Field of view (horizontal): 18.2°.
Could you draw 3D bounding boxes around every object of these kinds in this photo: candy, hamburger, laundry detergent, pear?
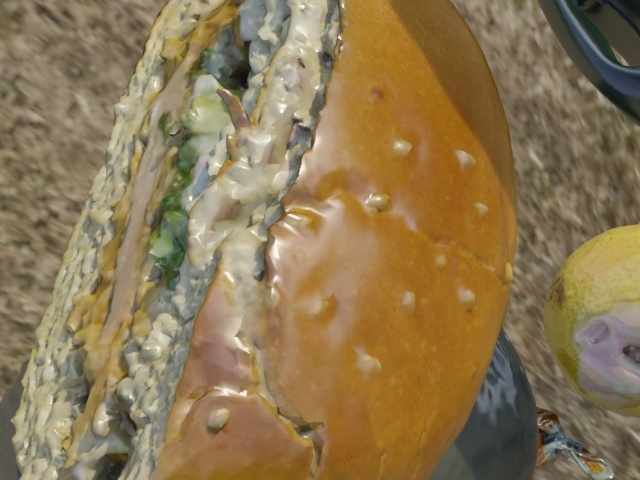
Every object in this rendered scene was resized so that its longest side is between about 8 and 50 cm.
[{"bbox_3d":[0.168,0.160,1.686,0.182,0.053,0.046,21,118,41],"label":"candy"},{"bbox_3d":[0.000,0.000,0.761,0.156,0.144,0.283,29,58,-21],"label":"hamburger"},{"bbox_3d":[0.203,-0.114,1.132,0.144,0.078,0.222,-3,52,-19],"label":"laundry detergent"},{"bbox_3d":[0.278,0.063,1.660,0.178,0.178,0.178,-2,79,13],"label":"pear"}]

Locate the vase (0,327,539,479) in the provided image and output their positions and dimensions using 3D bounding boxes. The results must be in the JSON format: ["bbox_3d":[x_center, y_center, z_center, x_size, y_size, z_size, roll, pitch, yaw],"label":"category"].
[{"bbox_3d":[-0.018,0.145,1.243,0.291,0.245,0.245,-21,72,-31],"label":"vase"}]
